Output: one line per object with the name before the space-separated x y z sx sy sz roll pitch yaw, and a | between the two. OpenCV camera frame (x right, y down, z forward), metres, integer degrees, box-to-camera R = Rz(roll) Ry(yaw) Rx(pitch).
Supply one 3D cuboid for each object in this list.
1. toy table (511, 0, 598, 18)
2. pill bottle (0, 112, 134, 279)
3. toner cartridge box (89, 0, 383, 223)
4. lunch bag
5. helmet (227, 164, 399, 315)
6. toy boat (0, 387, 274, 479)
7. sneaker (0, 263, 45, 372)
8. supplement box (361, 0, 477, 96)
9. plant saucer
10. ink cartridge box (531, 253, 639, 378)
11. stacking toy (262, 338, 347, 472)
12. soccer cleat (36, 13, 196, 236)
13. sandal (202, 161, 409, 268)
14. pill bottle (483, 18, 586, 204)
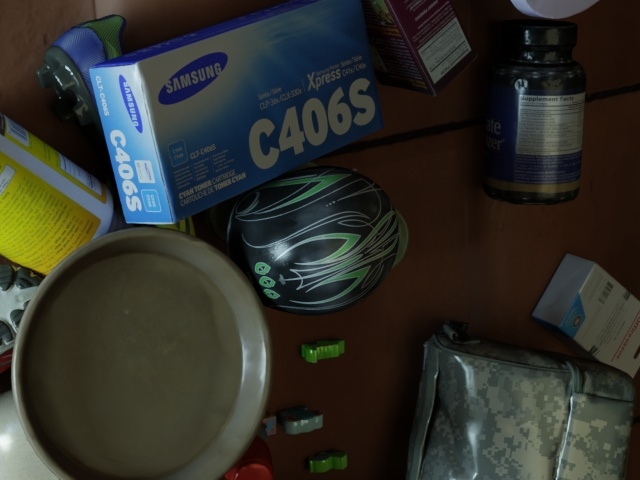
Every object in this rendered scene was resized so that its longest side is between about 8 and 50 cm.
toy table | 0.268 -0.389 1.699 0.274 0.161 0.252 -42 122 -20
pill bottle | -0.290 -0.037 1.426 0.215 0.117 0.117 37 80 -36
toner cartridge box | -0.076 -0.148 1.508 0.348 0.075 0.165 -28 112 -45
lunch bag | 0.234 0.272 1.822 0.256 0.212 0.305 10 94 -20
helmet | 0.000 0.000 1.514 0.169 0.161 0.169 -6 90 -65
toy boat | -0.206 0.256 1.541 0.318 0.148 0.267 -9 106 -10
sneaker | -0.386 0.129 1.416 0.279 0.107 0.118 -23 155 -15
supplement box | 0.088 -0.267 1.639 0.081 0.104 0.188 -43 123 -19
plant saucer | -0.175 0.125 1.422 0.278 0.041 0.278 0 89 -29
ink cartridge box | 0.383 0.109 1.975 0.180 0.060 0.104 38 79 -36
stacking toy | -0.055 0.221 1.702 0.221 0.052 0.167 -12 109 -33
soccer cleat | -0.184 -0.101 1.499 0.121 0.093 0.289 -39 121 -23
sandal | -0.001 -0.031 1.649 0.302 0.086 0.120 14 94 -37
pill bottle | 0.268 -0.161 1.783 0.122 0.123 0.219 -9 107 -33
